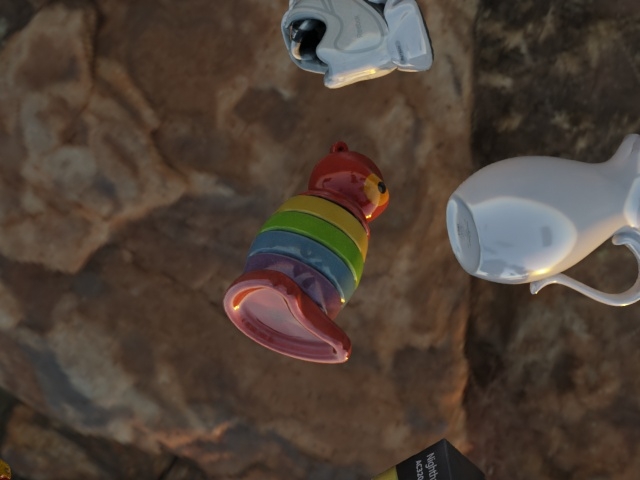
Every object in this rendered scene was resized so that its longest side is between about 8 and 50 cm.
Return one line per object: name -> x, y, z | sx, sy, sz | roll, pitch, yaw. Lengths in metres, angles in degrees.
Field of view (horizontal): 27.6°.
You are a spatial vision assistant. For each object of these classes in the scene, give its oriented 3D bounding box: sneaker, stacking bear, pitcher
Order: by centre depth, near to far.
pitcher -> 0.242, -0.004, 1.322 | 0.125, 0.207, 0.177 | -158, 57, -71
sneaker -> 0.006, -0.238, 1.343 | 0.118, 0.292, 0.110 | -27, 122, -8
stacking bear -> 0.000, 0.000, 1.762 | 0.164, 0.289, 0.175 | -8, 135, 47

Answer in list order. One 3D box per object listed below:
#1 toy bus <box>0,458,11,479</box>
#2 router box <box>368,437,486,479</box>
toy bus -> -0.386, 0.303, 1.356 | 0.202, 0.191, 0.104 | 9, 150, 43
router box -> 0.067, 0.383, 1.319 | 0.243, 0.308, 0.081 | -34, 122, 21
